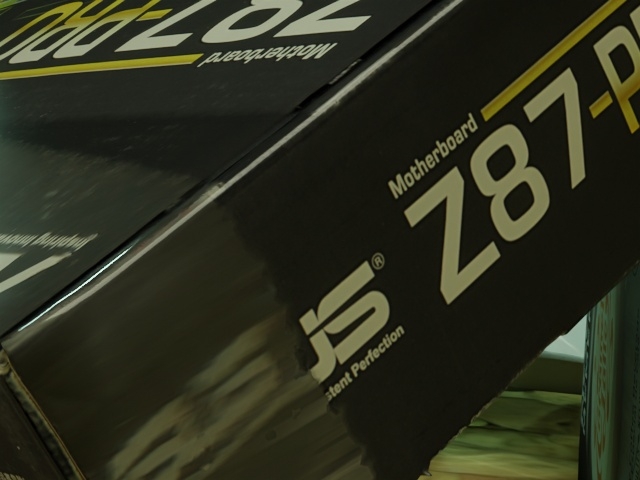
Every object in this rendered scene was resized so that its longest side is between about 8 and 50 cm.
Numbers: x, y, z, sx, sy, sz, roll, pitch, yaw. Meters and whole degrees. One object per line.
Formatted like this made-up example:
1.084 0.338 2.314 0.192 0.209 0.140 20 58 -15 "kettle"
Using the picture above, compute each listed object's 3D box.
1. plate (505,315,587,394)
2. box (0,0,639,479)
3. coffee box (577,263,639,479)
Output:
0.000 0.000 0.939 0.277 0.045 0.278 11 21 -49 "plate"
-0.057 -0.032 0.600 0.318 0.097 0.395 -41 24 -29 "box"
0.140 0.047 0.621 0.098 0.141 0.246 3 5 4 "coffee box"
